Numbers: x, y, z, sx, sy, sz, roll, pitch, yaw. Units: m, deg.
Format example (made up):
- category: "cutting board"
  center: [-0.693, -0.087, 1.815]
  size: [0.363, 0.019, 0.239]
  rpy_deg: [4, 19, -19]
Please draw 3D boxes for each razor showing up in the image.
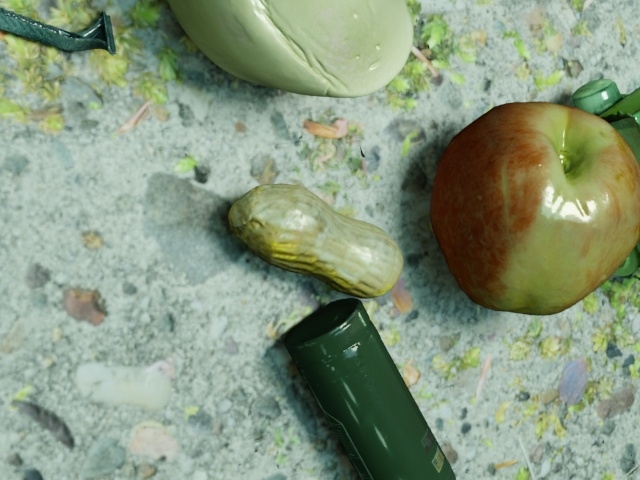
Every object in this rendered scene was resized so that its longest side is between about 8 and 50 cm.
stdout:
- category: "razor"
  center: [-0.282, -0.200, 0.927]
  size: [0.190, 0.033, 0.066]
  rpy_deg: [9, 41, -28]

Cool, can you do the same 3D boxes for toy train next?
- category: "toy train"
  center: [0.398, -0.071, 1.243]
  size: [0.159, 0.188, 0.271]
  rpy_deg: [-33, 104, -28]

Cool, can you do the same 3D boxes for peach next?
- category: "peach"
  center: [0.233, -0.022, 1.137]
  size: [0.232, 0.256, 0.232]
  rpy_deg: [7, 51, -9]

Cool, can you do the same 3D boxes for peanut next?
- category: "peanut"
  center: [0.000, 0.000, 1.063]
  size: [0.207, 0.087, 0.087]
  rpy_deg: [24, 78, -29]

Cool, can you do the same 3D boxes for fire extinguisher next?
- category: "fire extinguisher"
  center: [0.075, 0.210, 1.104]
  size: [0.114, 0.095, 0.311]
  rpy_deg: [-45, 113, -51]

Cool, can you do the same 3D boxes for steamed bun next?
- category: "steamed bun"
  center: [-0.042, -0.232, 0.973]
  size: [0.250, 0.200, 0.155]
  rpy_deg: [40, 84, -30]
